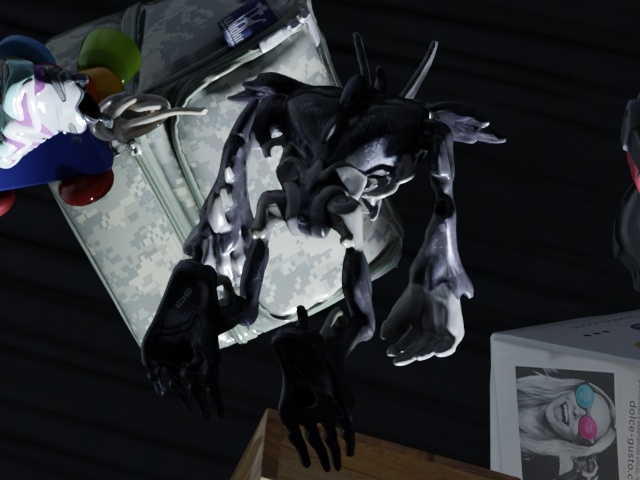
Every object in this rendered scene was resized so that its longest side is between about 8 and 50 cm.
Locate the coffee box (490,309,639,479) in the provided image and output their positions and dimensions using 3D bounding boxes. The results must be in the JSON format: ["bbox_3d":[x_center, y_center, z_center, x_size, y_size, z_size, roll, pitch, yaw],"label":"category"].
[{"bbox_3d":[0.388,0.252,1.797,0.338,0.334,0.338,-7,101,-42],"label":"coffee box"}]

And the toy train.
[{"bbox_3d":[-0.166,-0.105,1.414,0.105,0.248,0.143,66,29,-29],"label":"toy train"}]

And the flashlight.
[{"bbox_3d":[0.281,-0.050,1.534,0.103,0.103,0.304,61,-2,15],"label":"flashlight"}]

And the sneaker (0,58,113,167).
[{"bbox_3d":[-0.159,-0.071,1.156,0.098,0.069,0.038,119,-29,-61],"label":"sneaker"}]

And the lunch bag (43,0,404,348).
[{"bbox_3d":[-0.085,-0.071,1.698,0.212,0.256,0.305,-95,163,-58],"label":"lunch bag"}]

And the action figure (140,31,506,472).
[{"bbox_3d":[0.000,0.000,1.050,0.275,0.164,0.141,-61,161,-49],"label":"action figure"}]

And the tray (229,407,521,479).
[{"bbox_3d":[-0.015,0.305,1.530,0.076,0.203,0.411,-85,-163,-47],"label":"tray"}]
